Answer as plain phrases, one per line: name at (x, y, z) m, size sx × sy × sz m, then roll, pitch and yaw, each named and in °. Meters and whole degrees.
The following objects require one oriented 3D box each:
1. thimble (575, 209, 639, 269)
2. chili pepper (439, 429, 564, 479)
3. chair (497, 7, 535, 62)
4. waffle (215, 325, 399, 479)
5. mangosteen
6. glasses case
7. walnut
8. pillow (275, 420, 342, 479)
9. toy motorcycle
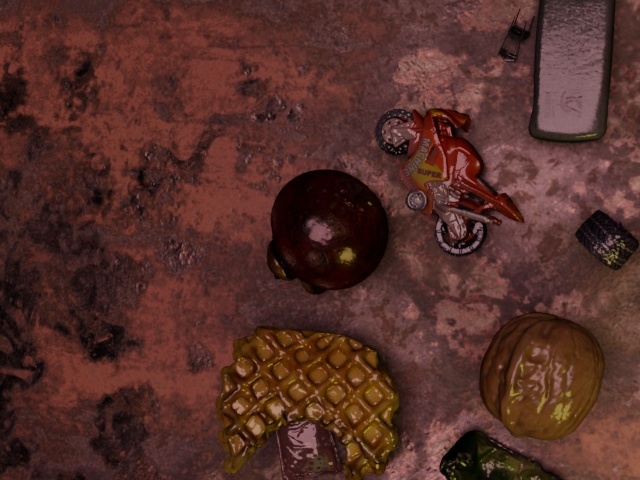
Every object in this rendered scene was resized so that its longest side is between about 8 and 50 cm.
thimble at (0.474, -0.002, 1.610) m, size 0.095 × 0.104 × 0.066 m, roll 42°, pitch 107°, yaw 17°
chili pepper at (0.321, 0.434, 1.630) m, size 0.265 × 0.148 × 0.116 m, roll 30°, pitch 123°, yaw 14°
chair at (0.344, -0.359, 1.704) m, size 0.037 × 0.042 × 0.086 m, roll 30°, pitch 131°, yaw 16°
waffle at (-0.018, 0.287, 1.688) m, size 0.324 × 0.151 × 0.261 m, roll 8°, pitch 80°, yaw -1°
mangosteen at (0.000, 0.000, 1.712) m, size 0.215 × 0.215 × 0.257 m, roll 49°, pitch 132°, yaw 13°
glasses case at (0.428, -0.328, 1.652) m, size 0.131 × 0.074 × 0.323 m, roll 4°, pitch 89°, yaw 14°
walnut at (0.359, 0.225, 1.594) m, size 0.213 × 0.213 × 0.213 m, roll -1°, pitch 87°, yaw 16°
pillow at (-0.032, 0.342, 1.775) m, size 0.118 × 0.043 × 0.185 m, roll -11°, pitch 86°, yaw 5°
toy motorcycle at (0.218, -0.121, 1.698) m, size 0.171 × 0.089 × 0.298 m, roll -33°, pitch 80°, yaw 12°
